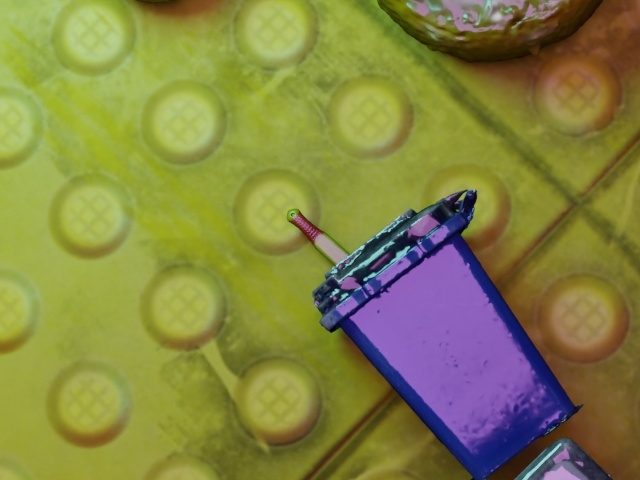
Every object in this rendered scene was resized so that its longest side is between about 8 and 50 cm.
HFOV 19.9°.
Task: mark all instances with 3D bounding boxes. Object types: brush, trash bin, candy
[{"bbox_3d":[0.000,0.000,1.741,0.083,0.021,0.019,42,89,4],"label":"brush"},{"bbox_3d":[0.123,0.088,1.652,0.184,0.162,0.234,-37,85,0],"label":"trash bin"},{"bbox_3d":[0.159,-0.295,1.725,0.260,0.118,0.260,-2,79,10],"label":"candy"}]

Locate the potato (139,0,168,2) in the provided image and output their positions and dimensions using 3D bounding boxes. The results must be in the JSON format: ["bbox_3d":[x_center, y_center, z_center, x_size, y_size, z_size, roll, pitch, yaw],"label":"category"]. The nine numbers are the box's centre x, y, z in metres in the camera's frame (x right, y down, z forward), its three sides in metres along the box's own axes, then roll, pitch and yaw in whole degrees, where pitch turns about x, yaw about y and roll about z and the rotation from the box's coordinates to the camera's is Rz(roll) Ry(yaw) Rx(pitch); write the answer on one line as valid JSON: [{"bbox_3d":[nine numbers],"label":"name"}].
[{"bbox_3d":[-0.180,-0.316,1.755,0.137,0.137,0.176,-24,77,2],"label":"potato"}]

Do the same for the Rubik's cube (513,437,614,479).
[{"bbox_3d":[0.198,0.371,1.525,0.305,0.301,0.304,44,89,11],"label":"Rubik's cube"}]
